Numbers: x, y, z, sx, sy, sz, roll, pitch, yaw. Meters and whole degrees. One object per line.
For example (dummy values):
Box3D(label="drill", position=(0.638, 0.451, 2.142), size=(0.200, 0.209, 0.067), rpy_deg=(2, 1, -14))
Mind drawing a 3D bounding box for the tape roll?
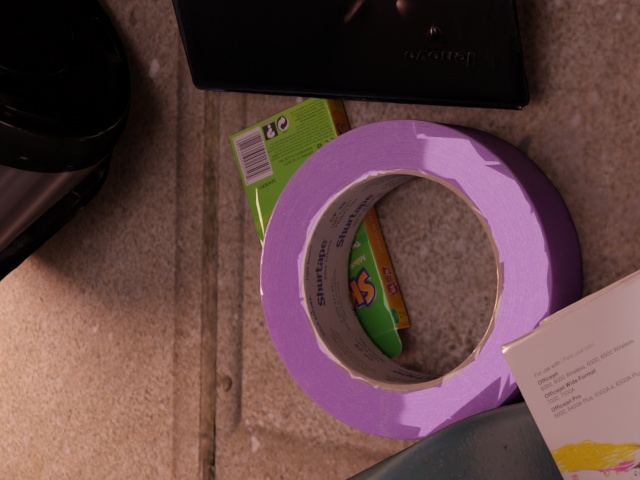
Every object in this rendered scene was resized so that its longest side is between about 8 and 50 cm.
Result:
Box3D(label="tape roll", position=(0.086, 0.033, 1.240), size=(0.274, 0.090, 0.275), rpy_deg=(1, 92, 29))

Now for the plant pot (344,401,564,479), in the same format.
Box3D(label="plant pot", position=(0.100, 0.277, 1.137), size=(0.247, 0.252, 0.248), rpy_deg=(-35, 62, 40))

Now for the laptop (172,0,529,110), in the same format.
Box3D(label="laptop", position=(0.042, -0.363, 1.288), size=(0.382, 0.236, 0.408), rpy_deg=(8, 67, 35))

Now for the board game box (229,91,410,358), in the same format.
Box3D(label="board game box", position=(0.000, 0.000, 1.358), size=(0.124, 0.039, 0.259), rpy_deg=(-22, 79, 33))

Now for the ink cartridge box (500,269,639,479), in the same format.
Box3D(label="ink cartridge box", position=(0.286, 0.138, 1.075), size=(0.168, 0.171, 0.233), rpy_deg=(-34, 75, 33))

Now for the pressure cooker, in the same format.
Box3D(label="pressure cooker", position=(-0.448, -0.118, 1.474), size=(0.420, 0.370, 0.375), rpy_deg=(-41, 67, 28))
